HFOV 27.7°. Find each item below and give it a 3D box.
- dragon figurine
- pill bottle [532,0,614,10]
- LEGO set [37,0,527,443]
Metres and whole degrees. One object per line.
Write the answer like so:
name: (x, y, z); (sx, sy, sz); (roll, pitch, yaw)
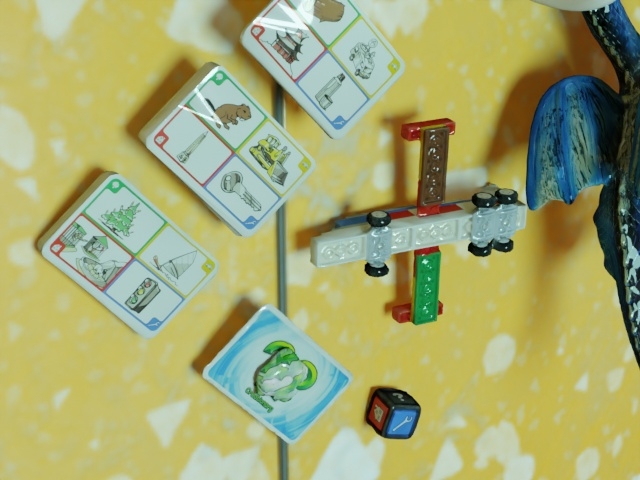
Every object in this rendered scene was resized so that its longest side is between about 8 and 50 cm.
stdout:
dragon figurine: (0.165, -0.043, 0.692); (0.144, 0.085, 0.289); (35, 61, -44)
pill bottle: (0.150, -0.229, 0.639); (0.117, 0.117, 0.215); (41, 78, -37)
LEGO set: (0.000, 0.000, 0.658); (0.182, 0.060, 0.244); (-47, 125, -1)
